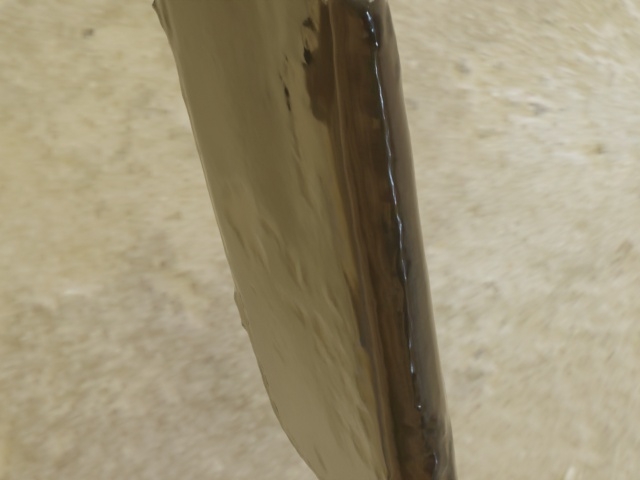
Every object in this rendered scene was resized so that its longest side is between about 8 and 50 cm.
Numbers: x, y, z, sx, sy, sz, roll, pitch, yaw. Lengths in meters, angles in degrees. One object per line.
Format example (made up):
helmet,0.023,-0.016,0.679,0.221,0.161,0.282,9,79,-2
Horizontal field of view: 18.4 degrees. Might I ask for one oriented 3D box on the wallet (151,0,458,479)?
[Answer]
wallet,0.000,0.000,0.789,0.042,0.165,0.310,-24,127,-16
